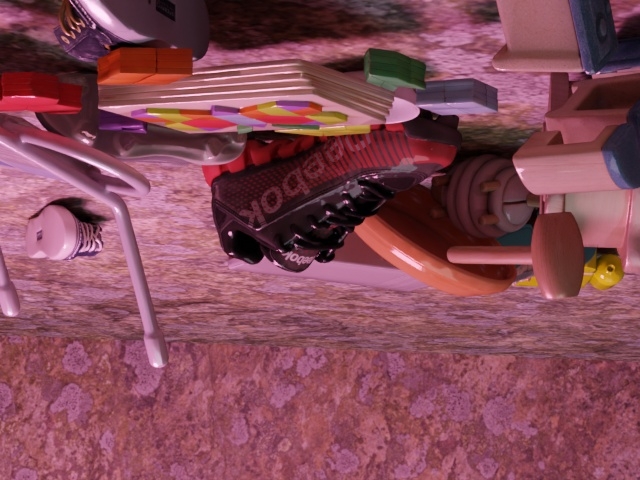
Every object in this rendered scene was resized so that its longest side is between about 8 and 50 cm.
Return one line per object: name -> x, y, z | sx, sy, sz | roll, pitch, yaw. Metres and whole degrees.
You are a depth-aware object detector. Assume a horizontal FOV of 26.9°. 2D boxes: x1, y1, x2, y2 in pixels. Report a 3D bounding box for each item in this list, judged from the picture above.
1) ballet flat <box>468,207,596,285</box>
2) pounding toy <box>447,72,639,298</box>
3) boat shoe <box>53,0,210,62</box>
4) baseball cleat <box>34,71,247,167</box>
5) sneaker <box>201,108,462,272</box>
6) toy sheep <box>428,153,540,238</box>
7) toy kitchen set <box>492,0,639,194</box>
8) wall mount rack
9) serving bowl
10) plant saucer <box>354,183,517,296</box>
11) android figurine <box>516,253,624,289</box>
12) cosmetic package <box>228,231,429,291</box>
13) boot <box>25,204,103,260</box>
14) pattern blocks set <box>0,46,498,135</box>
ballet flat -> 0.213, 0.006, 1.470 | 0.077, 0.091, 0.241 | -6, 180, 42
pounding toy -> 0.179, -0.058, 1.048 | 0.155, 0.154, 0.269 | 2, -168, 8
boat shoe -> -0.141, -0.148, 0.836 | 0.083, 0.065, 0.183 | -2, 170, 17
baseball cleat -> -0.165, -0.091, 1.139 | 0.206, 0.072, 0.109 | 12, 166, -38
sneaker -> 0.008, -0.042, 1.180 | 0.276, 0.135, 0.098 | -11, 162, 37
toy sheep -> 0.161, -0.042, 1.286 | 0.132, 0.091, 0.091 | 16, -179, 42
toy kitchen set -> 0.201, -0.136, 0.832 | 0.122, 0.166, 0.207 | -3, -155, 32
wall mount rack -> -0.271, -0.019, 1.127 | 0.350, 0.130, 0.304 | 15, 167, 37
serving bowl -> 0.038, -0.117, 1.060 | 0.083, 0.027, 0.083 | 5, 170, 1
plant saucer -> 0.097, -0.007, 1.295 | 0.200, 0.037, 0.200 | 28, -161, -10
android figurine -> 0.271, 0.031, 1.750 | 0.248, 0.056, 0.273 | 2, 171, 4
cosmetic package -> 0.029, -0.008, 1.470 | 0.238, 0.107, 0.127 | 11, 167, -27
boot -> -0.307, -0.009, 1.673 | 0.086, 0.069, 0.190 | 0, 180, -25
pattern blocks set -> -0.055, -0.098, 0.949 | 0.325, 0.026, 0.285 | -2, 175, 39
